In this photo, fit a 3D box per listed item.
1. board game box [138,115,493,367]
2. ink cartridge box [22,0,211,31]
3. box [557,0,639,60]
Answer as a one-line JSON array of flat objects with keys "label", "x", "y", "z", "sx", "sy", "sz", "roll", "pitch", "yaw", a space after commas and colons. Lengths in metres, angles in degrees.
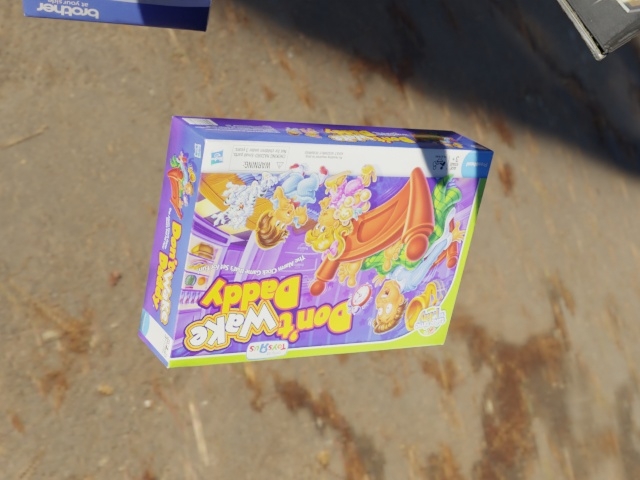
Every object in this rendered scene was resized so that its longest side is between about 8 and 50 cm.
[{"label": "board game box", "x": 0.000, "y": 0.000, "z": 1.156, "sx": 0.347, "sy": 0.078, "sz": 0.233, "roll": -1, "pitch": 113, "yaw": -33}, {"label": "ink cartridge box", "x": -0.184, "y": -0.289, "z": 1.034, "sx": 0.311, "sy": 0.185, "sz": 0.065, "roll": 113, "pitch": -23, "yaw": -59}, {"label": "box", "x": 0.238, "y": -0.261, "z": 0.589, "sx": 0.073, "sy": 0.295, "sz": 0.293, "roll": 44, "pitch": 28, "yaw": -26}]
